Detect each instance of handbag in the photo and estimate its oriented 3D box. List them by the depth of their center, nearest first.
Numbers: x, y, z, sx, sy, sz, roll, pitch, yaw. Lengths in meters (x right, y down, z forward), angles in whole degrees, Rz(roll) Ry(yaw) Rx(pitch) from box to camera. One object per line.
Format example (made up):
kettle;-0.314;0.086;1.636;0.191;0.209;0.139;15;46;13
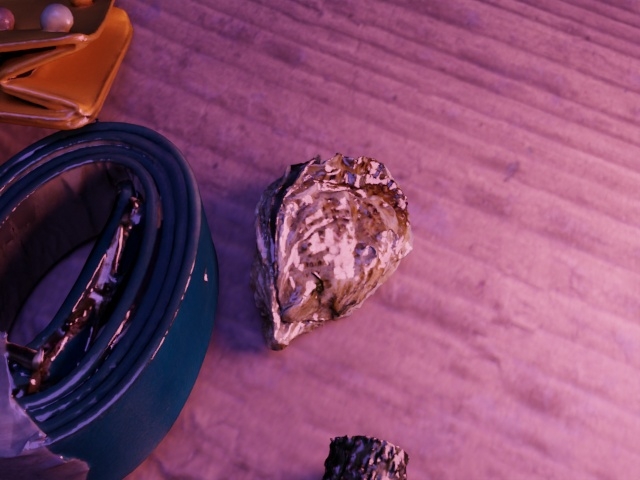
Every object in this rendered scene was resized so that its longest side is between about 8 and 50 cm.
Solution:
handbag;-0.404;-0.275;1.263;0.282;0.133;0.401;-3;31;-2

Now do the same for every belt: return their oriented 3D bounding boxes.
belt;-0.280;0.071;1.101;0.300;0.173;0.437;8;52;11

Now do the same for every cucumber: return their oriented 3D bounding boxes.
cucumber;0.016;0.373;0.978;0.096;0.096;0.359;13;59;3

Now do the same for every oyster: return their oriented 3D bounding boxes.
oyster;0.000;0.000;1.221;0.267;0.112;0.198;-30;85;-31
